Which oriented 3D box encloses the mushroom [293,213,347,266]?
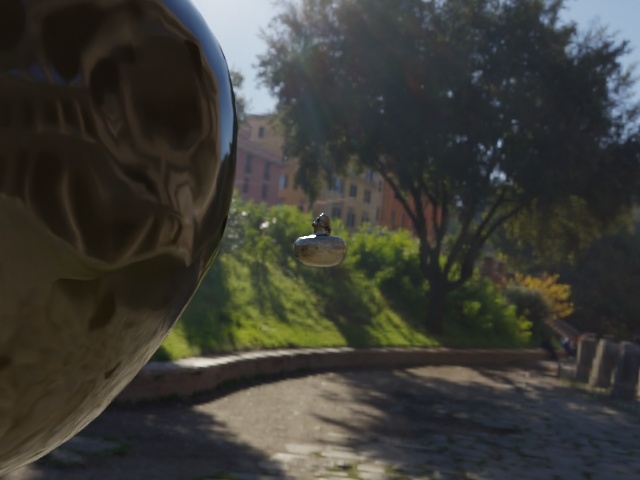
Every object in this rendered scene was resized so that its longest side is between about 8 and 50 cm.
[{"bbox_3d":[0.000,0.000,1.171,0.085,0.079,0.085,-2,-2,0],"label":"mushroom"}]

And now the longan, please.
[{"bbox_3d":[-0.213,-0.042,0.448,0.361,0.360,0.361,6,-5,0],"label":"longan"}]
